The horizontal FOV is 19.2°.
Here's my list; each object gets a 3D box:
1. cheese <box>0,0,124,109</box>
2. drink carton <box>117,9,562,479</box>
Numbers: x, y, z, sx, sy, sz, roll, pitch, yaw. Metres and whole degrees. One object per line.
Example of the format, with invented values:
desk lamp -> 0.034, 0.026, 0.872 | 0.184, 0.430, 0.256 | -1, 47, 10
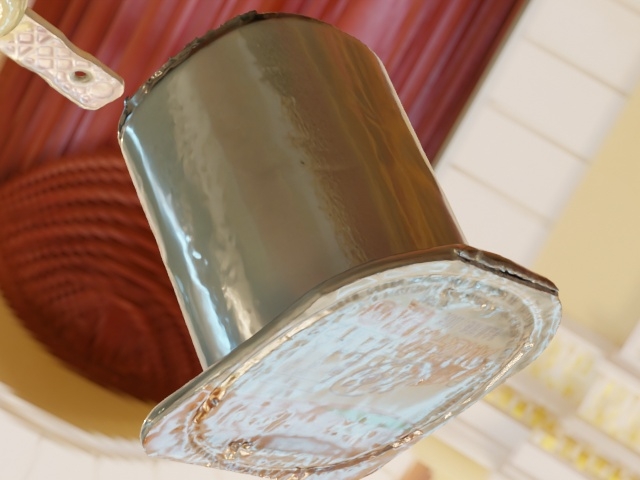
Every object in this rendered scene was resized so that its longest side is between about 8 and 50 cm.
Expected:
cheese -> -0.233, -0.159, 1.295 | 0.255, 0.127, 0.050 | 38, -143, -41
drink carton -> 0.000, 0.000, 0.980 | 0.185, 0.191, 0.189 | 22, -142, -46
